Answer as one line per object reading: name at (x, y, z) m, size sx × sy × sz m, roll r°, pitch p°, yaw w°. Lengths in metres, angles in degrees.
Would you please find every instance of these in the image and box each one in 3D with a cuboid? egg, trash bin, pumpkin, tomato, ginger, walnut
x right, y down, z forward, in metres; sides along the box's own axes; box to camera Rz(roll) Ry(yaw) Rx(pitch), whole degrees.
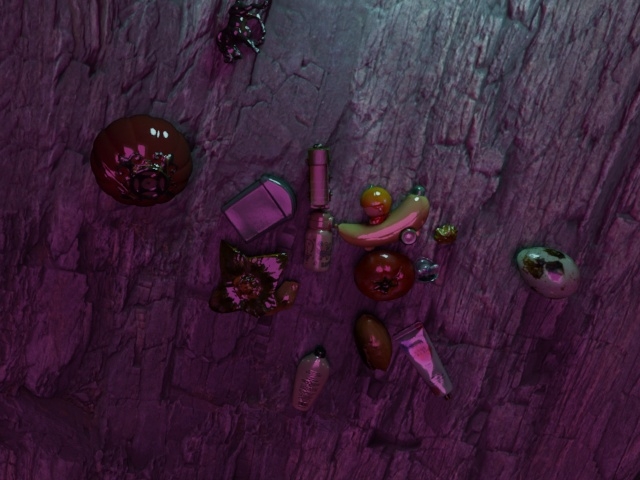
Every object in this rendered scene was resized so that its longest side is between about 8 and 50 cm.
egg at (0.804, 0.110, 1.664) m, size 0.231 × 0.169 × 0.169 m, roll 33°, pitch 102°, yaw 5°
trash bin at (-0.198, -0.116, 1.612) m, size 0.236 × 0.101 × 0.176 m, roll -33°, pitch 105°, yaw 9°
pumpkin at (-0.261, 0.153, 1.655) m, size 0.259 × 0.095 × 0.289 m, roll 14°, pitch 107°, yaw 8°
tomato at (0.228, 0.138, 1.663) m, size 0.225 × 0.085 × 0.224 m, roll -1°, pitch 130°, yaw -1°
ginger at (-0.153, 0.213, 1.716) m, size 0.190 × 0.069 × 0.095 m, roll -27°, pitch 103°, yaw 6°
walnut at (0.197, 0.382, 1.740) m, size 0.137 × 0.137 × 0.245 m, roll -18°, pitch 97°, yaw 4°

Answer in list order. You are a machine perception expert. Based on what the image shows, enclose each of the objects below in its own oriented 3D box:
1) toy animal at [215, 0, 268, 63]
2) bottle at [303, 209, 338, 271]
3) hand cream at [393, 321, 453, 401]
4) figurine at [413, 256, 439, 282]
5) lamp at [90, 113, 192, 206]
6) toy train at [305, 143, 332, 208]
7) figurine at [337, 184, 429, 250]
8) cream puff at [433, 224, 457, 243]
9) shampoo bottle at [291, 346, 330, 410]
toy animal at (-0.246, -0.668, 1.467) m, size 0.148 × 0.084 × 0.232 m, roll 12°, pitch 108°, yaw -3°
bottle at (0.000, 0.000, 1.645) m, size 0.110 × 0.097 × 0.209 m, roll 10°, pitch 106°, yaw 16°
hand cream at (0.415, 0.478, 1.808) m, size 0.125 × 0.078 × 0.340 m, roll -31°, pitch 99°, yaw 8°
figurine at (0.382, 0.110, 1.693) m, size 0.095 × 0.086 × 0.082 m, roll -16°, pitch 103°, yaw 3°
lamp at (-0.557, -0.246, 1.479) m, size 0.304 × 0.257 × 0.303 m, roll -17°, pitch 137°, yaw -16°
toy train at (-0.004, -0.207, 1.570) m, size 0.090 × 0.137 × 0.225 m, roll -3°, pitch 104°, yaw 0°
figurine at (0.215, -0.083, 1.620) m, size 0.325 × 0.124 × 0.222 m, roll -14°, pitch 105°, yaw 6°
cream puff at (0.447, -0.018, 1.673) m, size 0.084 × 0.058 × 0.083 m, roll 16°, pitch 106°, yaw -7°
shampoo bottle at (-0.037, 0.525, 1.799) m, size 0.127 × 0.078 × 0.256 m, roll 20°, pitch 106°, yaw -2°
